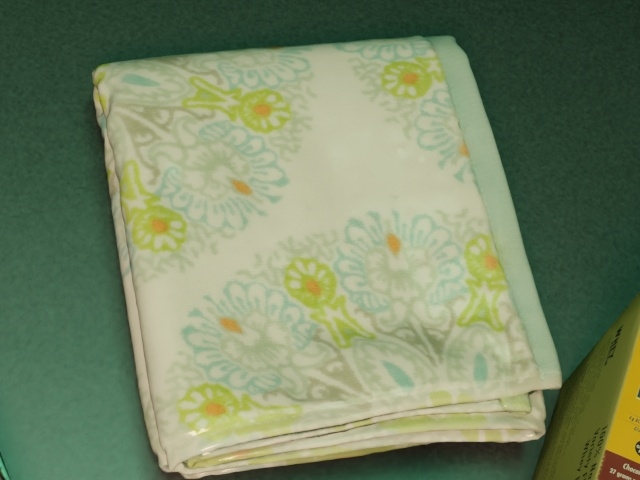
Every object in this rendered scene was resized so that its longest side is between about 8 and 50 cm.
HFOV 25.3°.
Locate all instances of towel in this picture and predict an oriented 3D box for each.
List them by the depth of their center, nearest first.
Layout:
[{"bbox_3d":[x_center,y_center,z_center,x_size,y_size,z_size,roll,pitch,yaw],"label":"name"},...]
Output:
[{"bbox_3d":[0.000,0.000,1.144,0.320,0.090,0.374,-5,62,-16],"label":"towel"}]

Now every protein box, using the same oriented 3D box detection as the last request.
[{"bbox_3d":[0.244,0.171,1.034,0.136,0.201,0.200,23,58,1],"label":"protein box"}]

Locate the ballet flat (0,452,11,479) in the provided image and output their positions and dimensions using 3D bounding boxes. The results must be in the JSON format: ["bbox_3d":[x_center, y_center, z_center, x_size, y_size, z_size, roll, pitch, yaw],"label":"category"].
[{"bbox_3d":[-0.231,0.196,0.993,0.074,0.074,0.203,-27,72,-25],"label":"ballet flat"}]
